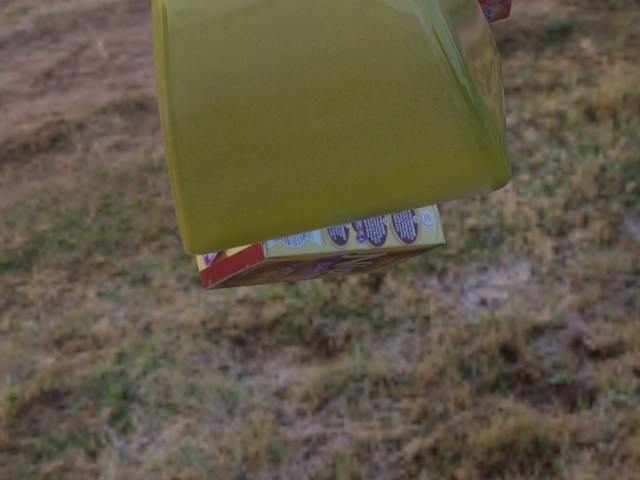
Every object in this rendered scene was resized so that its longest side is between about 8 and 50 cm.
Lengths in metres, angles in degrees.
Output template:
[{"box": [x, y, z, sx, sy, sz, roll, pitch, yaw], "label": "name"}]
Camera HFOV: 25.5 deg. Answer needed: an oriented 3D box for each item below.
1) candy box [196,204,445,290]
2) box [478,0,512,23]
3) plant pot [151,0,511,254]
[{"box": [0.000, 0.000, 1.205, 0.186, 0.053, 0.109, -6, -11, -34], "label": "candy box"}, {"box": [0.119, -0.361, 1.550, 0.122, 0.257, 0.128, -17, -8, 4], "label": "box"}, {"box": [-0.003, -0.140, 0.919, 0.212, 0.187, 0.212, -12, 27, 12], "label": "plant pot"}]
